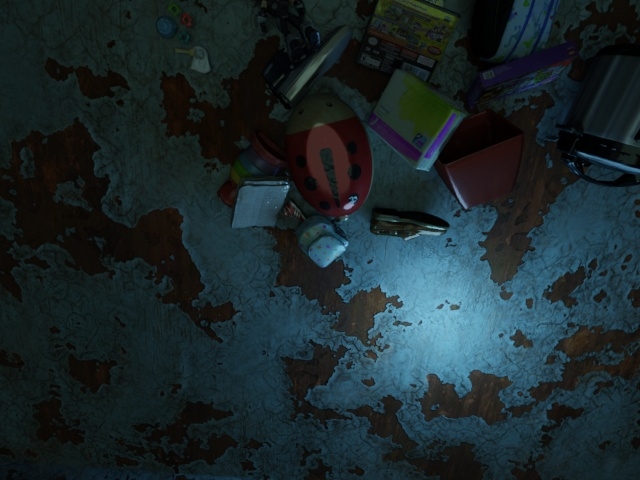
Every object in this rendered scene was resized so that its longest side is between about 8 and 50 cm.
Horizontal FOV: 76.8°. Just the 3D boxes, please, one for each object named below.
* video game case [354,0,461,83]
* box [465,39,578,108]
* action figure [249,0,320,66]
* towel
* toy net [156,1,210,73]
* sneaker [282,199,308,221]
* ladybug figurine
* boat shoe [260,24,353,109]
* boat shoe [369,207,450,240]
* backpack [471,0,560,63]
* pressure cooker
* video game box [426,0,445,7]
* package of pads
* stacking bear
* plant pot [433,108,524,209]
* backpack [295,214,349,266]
[{"bbox_3d":[0.286,-0.677,1.360,0.275,0.035,0.248,18,126,-6],"label":"video game case"},{"bbox_3d":[0.657,-0.544,1.349,0.293,0.201,0.057,-17,87,8],"label":"box"},{"bbox_3d":[-0.115,-0.713,1.308,0.185,0.099,0.285,-27,73,-7],"label":"action figure"},{"bbox_3d":[-0.231,-0.135,1.514,0.187,0.049,0.282,-4,148,-22],"label":"towel"},{"bbox_3d":[-0.455,-0.689,1.394,0.122,0.045,0.232,-39,108,13],"label":"toy net"},{"bbox_3d":[-0.103,-0.101,1.624,0.067,0.042,0.118,-39,99,11],"label":"sneaker"},{"bbox_3d":[0.033,-0.271,1.390,0.305,0.162,0.449,-16,110,9],"label":"ladybug figurine"},{"bbox_3d":[-0.055,-0.627,1.375,0.158,0.127,0.340,44,96,2],"label":"boat shoe"},{"bbox_3d":[0.350,-0.055,1.610,0.307,0.111,0.104,11,116,7],"label":"boat shoe"},{"bbox_3d":[0.596,-0.733,1.242,0.273,0.290,0.355,5,121,-18],"label":"backpack"},{"bbox_3d":[1.014,-0.383,1.327,0.370,0.375,0.420,30,115,29],"label":"pressure cooker"},{"bbox_3d":[0.318,-0.826,1.325,0.205,0.048,0.187,22,113,-8],"label":"video game box"},{"bbox_3d":[0.310,-0.411,1.352,0.101,0.296,0.229,-3,133,-43],"label":"package of pads"},{"bbox_3d":[-0.269,-0.242,1.515,0.175,0.164,0.289,39,112,-14],"label":"stacking bear"},{"bbox_3d":[0.548,-0.274,1.443,0.267,0.267,0.236,-22,124,9],"label":"plant pot"},{"bbox_3d":[0.000,0.000,1.598,0.166,0.144,0.188,-41,114,17],"label":"backpack"}]
